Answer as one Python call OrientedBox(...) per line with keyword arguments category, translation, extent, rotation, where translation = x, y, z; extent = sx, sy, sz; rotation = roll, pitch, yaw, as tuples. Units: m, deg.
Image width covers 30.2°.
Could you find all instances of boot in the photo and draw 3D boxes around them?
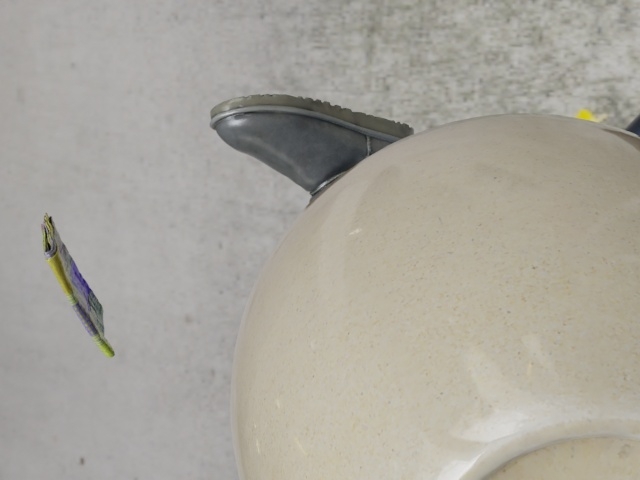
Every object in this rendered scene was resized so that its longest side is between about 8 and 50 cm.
OrientedBox(category="boot", translation=(0.000, -0.001, 0.923), extent=(0.076, 0.189, 0.209), rotation=(148, 129, -68))

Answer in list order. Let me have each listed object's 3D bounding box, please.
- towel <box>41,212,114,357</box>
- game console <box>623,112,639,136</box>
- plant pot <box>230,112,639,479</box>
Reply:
OrientedBox(category="towel", translation=(-0.149, 0.028, 0.722), extent=(0.083, 0.009, 0.060), rotation=(66, 175, -27))
OrientedBox(category="game console", translation=(0.216, 0.060, 0.909), extent=(0.386, 0.060, 0.342), rotation=(127, 156, -51))
OrientedBox(category="plant pot", translation=(0.096, 0.098, 0.499), extent=(0.191, 0.284, 0.284), rotation=(-86, 2, -78))
